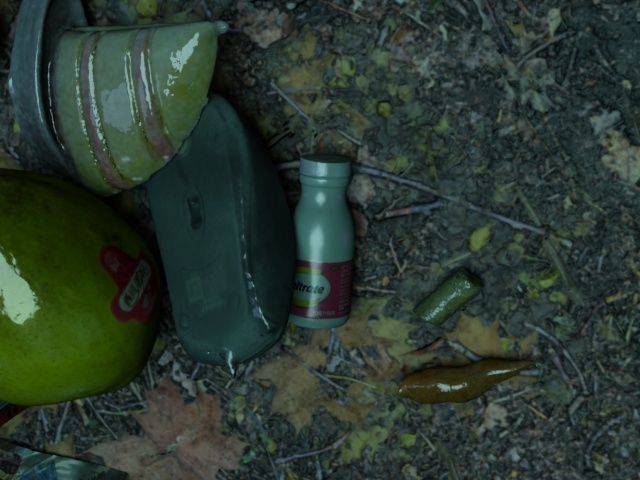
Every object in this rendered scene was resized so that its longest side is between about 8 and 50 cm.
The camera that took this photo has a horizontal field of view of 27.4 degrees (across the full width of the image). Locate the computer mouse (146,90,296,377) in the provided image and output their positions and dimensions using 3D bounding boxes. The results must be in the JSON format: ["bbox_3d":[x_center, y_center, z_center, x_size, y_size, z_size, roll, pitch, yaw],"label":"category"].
[{"bbox_3d":[-0.117,-0.008,1.672,0.188,0.122,0.371,-20,74,43],"label":"computer mouse"}]

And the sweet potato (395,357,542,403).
[{"bbox_3d":[0.191,0.182,1.704,0.195,0.056,0.056,-13,99,13],"label":"sweet potato"}]

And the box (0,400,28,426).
[{"bbox_3d":[-0.600,0.145,1.736,0.257,0.349,0.318,-10,98,16],"label":"box"}]

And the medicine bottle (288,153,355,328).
[{"bbox_3d":[0.000,0.000,1.689,0.090,0.090,0.216,6,103,13],"label":"medicine bottle"}]

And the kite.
[{"bbox_3d":[-0.438,0.344,1.846,0.310,0.169,0.015,14,131,14],"label":"kite"}]

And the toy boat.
[{"bbox_3d":[-0.278,-0.184,1.676,0.293,0.111,0.276,24,113,27],"label":"toy boat"}]

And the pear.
[{"bbox_3d":[-0.369,0.045,1.669,0.287,0.287,0.375,-30,125,18],"label":"pear"}]

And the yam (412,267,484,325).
[{"bbox_3d":[0.164,0.075,1.690,0.043,0.043,0.094,46,109,1],"label":"yam"}]
